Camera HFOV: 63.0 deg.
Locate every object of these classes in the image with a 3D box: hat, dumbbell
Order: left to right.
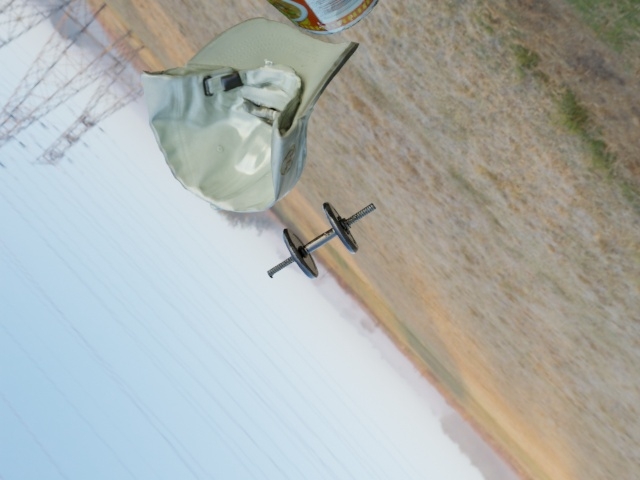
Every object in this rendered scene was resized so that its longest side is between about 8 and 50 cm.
[{"bbox_3d":[-0.079,-0.190,0.755,0.258,0.301,0.168,30,154,25],"label":"hat"},{"bbox_3d":[0.000,0.000,0.600,0.069,0.147,0.069,56,-172,-11],"label":"dumbbell"}]

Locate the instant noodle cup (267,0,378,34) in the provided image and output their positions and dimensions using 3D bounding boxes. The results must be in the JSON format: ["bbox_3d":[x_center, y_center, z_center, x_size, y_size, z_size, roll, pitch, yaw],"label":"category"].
[{"bbox_3d":[-0.020,-0.305,0.490,0.193,0.193,0.212,46,-169,18],"label":"instant noodle cup"}]
